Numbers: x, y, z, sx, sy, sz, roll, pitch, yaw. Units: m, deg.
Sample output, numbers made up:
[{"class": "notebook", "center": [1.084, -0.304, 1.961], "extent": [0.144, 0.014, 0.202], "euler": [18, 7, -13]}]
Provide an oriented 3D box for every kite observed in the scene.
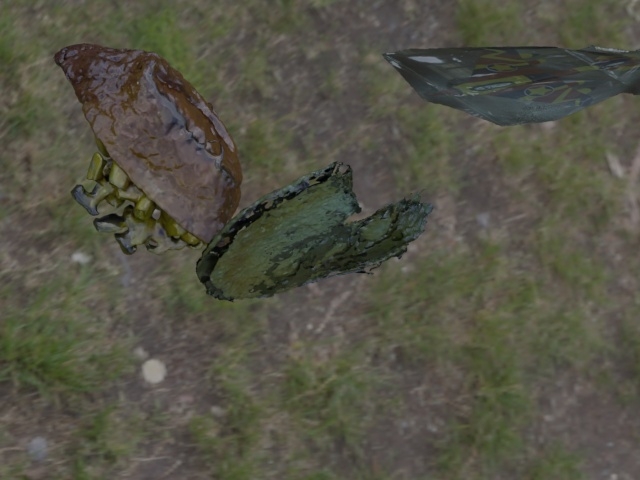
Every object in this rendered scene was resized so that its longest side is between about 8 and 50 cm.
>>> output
[{"class": "kite", "center": [0.155, -0.080, 0.624], "extent": [0.141, 0.245, 0.015], "euler": [12, 79, -57]}]

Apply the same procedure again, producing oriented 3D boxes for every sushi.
[{"class": "sushi", "center": [-0.210, -0.108, 1.648], "extent": [0.296, 0.179, 0.167], "euler": [52, 18, -30]}]

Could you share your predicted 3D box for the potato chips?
[{"class": "potato chips", "center": [-0.002, -0.004, 1.157], "extent": [0.220, 0.202, 0.029], "euler": [6, 50, -47]}]
